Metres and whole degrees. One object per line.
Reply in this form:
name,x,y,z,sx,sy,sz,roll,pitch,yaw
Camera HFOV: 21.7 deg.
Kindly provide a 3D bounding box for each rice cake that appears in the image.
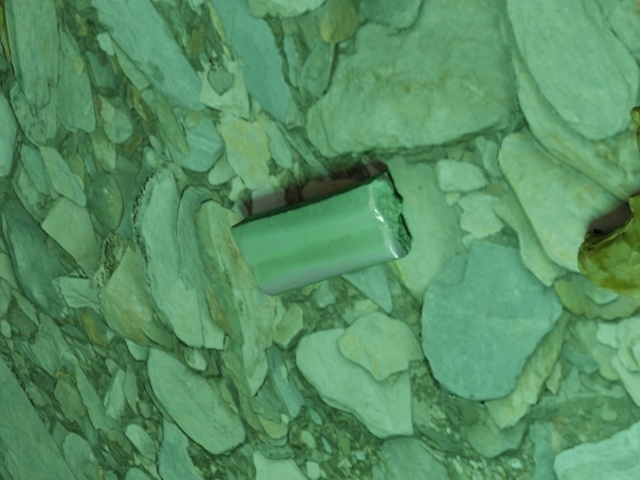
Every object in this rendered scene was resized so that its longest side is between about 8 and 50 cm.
rice cake,0.000,-0.001,1.512,0.221,0.042,0.080,-17,99,51

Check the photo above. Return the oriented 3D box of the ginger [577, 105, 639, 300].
ginger,0.268,-0.044,1.156,0.148,0.081,0.334,34,142,1
